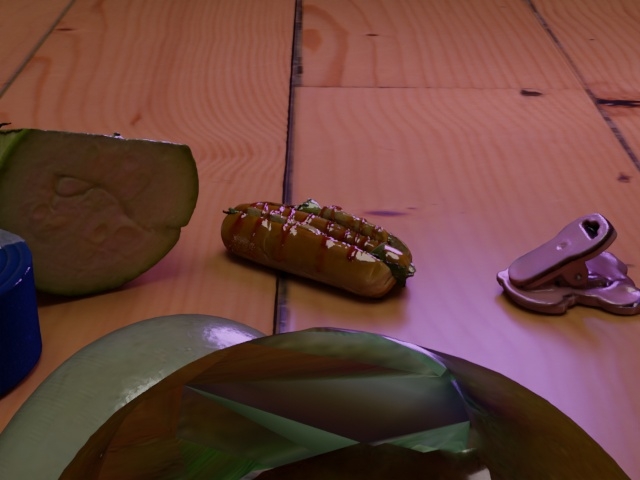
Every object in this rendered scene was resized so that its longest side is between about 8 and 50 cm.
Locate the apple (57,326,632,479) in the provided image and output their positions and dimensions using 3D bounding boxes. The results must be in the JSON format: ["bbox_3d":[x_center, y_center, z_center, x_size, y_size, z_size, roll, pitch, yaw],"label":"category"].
[{"bbox_3d":[0.020,0.230,0.514,0.374,0.374,0.384,-5,32,-13],"label":"apple"}]

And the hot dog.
[{"bbox_3d":[0.000,0.000,1.305,0.250,0.076,0.104,16,29,32],"label":"hot dog"}]

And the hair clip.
[{"bbox_3d":[0.280,0.046,1.269,0.138,0.102,0.123,-33,26,4],"label":"hair clip"}]

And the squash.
[{"bbox_3d":[-0.312,-0.086,1.325,0.234,0.210,0.309,2,26,-32],"label":"squash"}]

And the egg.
[{"bbox_3d":[-0.120,0.177,0.777,0.218,0.218,0.295,24,47,39],"label":"egg"}]

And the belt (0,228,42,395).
[{"bbox_3d":[-0.425,0.096,1.048,0.212,0.117,0.347,25,36,38],"label":"belt"}]
